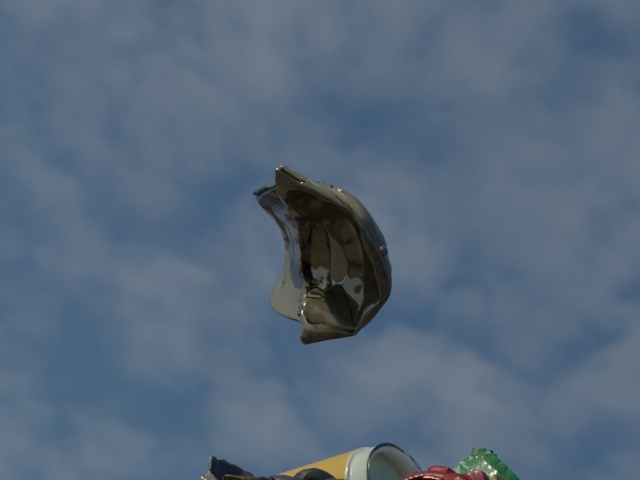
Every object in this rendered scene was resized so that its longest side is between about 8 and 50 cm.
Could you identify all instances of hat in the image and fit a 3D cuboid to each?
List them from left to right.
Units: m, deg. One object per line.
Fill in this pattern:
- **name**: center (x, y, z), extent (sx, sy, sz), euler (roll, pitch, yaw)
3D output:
- **hat**: center (0.000, 0.000, 1.575), extent (0.085, 0.147, 0.175), euler (-10, 8, -12)

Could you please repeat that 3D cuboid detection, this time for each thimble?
- **thimble**: center (0.186, 0.291, 2.014), extent (0.130, 0.090, 0.118), euler (49, 1, 17)

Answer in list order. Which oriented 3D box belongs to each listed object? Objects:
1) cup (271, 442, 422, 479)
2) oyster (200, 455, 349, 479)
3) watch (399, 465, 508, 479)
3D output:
- **cup**: center (-0.014, 0.340, 2.150), extent (0.279, 0.196, 0.196), euler (-29, -57, 28)
- **oyster**: center (-0.043, 0.264, 1.810), extent (0.221, 0.096, 0.361), euler (18, 3, 41)
- **watch**: center (0.120, 0.279, 1.501), extent (0.165, 0.102, 0.268), euler (-17, -39, 3)
